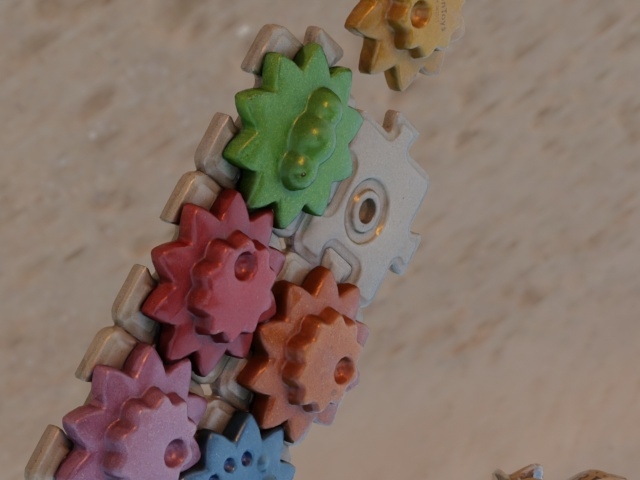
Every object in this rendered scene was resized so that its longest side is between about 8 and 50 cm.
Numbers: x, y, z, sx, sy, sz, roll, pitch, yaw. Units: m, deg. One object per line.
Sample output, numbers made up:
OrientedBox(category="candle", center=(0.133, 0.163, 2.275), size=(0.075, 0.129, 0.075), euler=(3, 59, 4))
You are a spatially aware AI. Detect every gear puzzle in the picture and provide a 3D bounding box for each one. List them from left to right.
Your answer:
OrientedBox(category="gear puzzle", center=(0.000, 0.000, 0.908), size=(0.175, 0.044, 0.339), euler=(42, 70, -48))

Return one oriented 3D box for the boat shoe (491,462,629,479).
OrientedBox(category="boat shoe", center=(0.077, 0.133, 0.699), size=(0.341, 0.110, 0.122), euler=(16, 178, -35))
